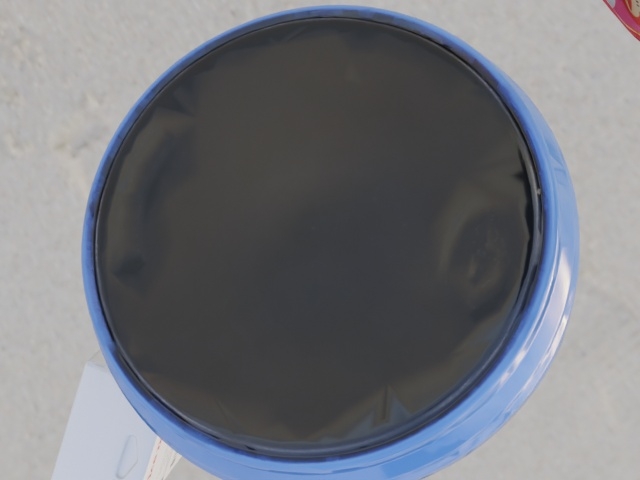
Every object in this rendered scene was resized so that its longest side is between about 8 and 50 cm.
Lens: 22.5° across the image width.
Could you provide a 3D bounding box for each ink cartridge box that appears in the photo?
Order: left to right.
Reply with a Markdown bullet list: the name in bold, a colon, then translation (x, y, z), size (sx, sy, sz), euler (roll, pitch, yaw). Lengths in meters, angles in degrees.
- **ink cartridge box**: translation (-0.171, 0.160, 1.511), size (0.086, 0.203, 0.148), euler (19, 105, 6)

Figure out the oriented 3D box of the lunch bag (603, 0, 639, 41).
- **lunch bag**: translation (0.154, -0.225, 0.771), size (0.120, 0.258, 0.293), euler (-26, 156, 2)

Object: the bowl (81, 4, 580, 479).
- **bowl**: translation (0.000, 0.000, 1.231), size (0.391, 0.391, 0.077), euler (-34, 159, 1)
